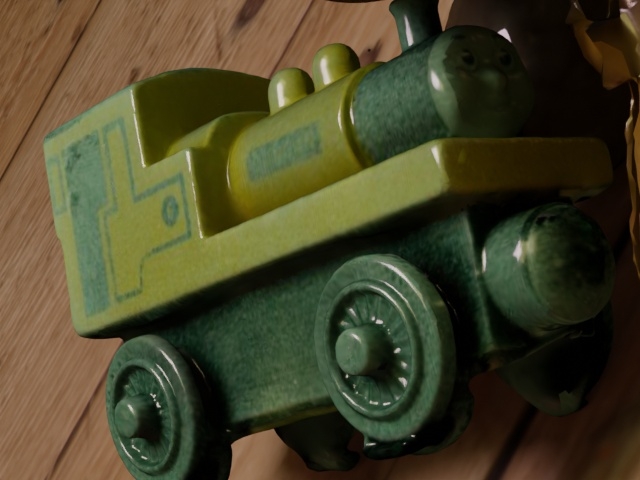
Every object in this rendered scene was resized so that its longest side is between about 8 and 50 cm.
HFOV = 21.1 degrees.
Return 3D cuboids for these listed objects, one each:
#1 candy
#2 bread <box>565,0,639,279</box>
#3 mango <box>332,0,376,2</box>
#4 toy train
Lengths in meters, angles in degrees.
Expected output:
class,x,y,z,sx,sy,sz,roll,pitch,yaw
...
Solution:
class,x,y,z,sx,sy,sz,roll,pitch,yaw
candy,0.142,-0.150,0.878,0.234,0.102,0.104,-65,23,14
bread,0.185,-0.124,0.617,0.248,0.279,0.315,-8,45,48
mango,0.009,-0.218,0.761,0.199,0.221,0.384,-37,5,22
toy train,0.000,0.000,0.874,0.369,0.150,0.237,-21,76,50
